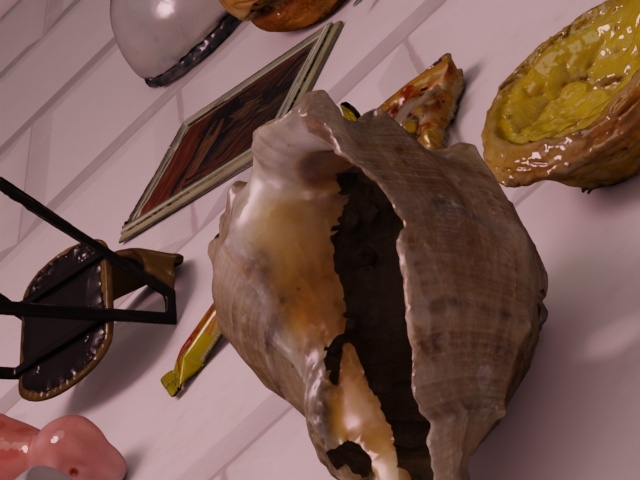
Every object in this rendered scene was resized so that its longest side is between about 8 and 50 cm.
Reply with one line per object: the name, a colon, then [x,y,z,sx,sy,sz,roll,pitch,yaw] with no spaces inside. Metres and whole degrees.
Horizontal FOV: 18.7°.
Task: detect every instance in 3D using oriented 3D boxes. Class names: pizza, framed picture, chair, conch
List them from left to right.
chair: [-0.241,0.059,1.800,0.159,0.247,0.172,-30,49,39]
framed picture: [-0.100,-0.117,2.081,0.273,0.016,0.216,-30,25,39]
pizza: [0.056,-0.070,1.631,0.185,0.036,0.176,-42,20,12]
conch: [0.051,0.032,1.184,0.186,0.263,0.324,-29,52,-15]

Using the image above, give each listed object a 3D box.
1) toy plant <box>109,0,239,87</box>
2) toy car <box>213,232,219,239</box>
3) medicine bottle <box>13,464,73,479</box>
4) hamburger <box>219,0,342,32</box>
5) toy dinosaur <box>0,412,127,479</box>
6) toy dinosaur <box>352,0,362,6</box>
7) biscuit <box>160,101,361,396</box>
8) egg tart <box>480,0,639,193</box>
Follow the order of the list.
toy plant: [-0.250,-0.386,2.455,0.247,0.332,0.247,-40,18,16]
toy car: [-0.006,0.036,1.427,0.112,0.139,0.112,-20,50,12]
medicine bottle: [-0.269,0.281,1.448,0.247,0.147,0.147,-40,20,14]
hamburger: [-0.052,-0.324,2.203,0.156,0.144,0.283,-36,24,27]
toy dinosaur: [-0.276,0.192,1.635,0.152,0.194,0.177,-52,-3,-41]
toy dinosaur: [0.068,-0.314,2.099,0.187,0.044,0.106,-66,11,-15]
biscuit: [-0.049,0.010,1.656,0.292,0.026,0.048,-56,13,4]
egg tart: [0.198,-0.096,1.328,0.191,0.074,0.191,-39,21,18]
